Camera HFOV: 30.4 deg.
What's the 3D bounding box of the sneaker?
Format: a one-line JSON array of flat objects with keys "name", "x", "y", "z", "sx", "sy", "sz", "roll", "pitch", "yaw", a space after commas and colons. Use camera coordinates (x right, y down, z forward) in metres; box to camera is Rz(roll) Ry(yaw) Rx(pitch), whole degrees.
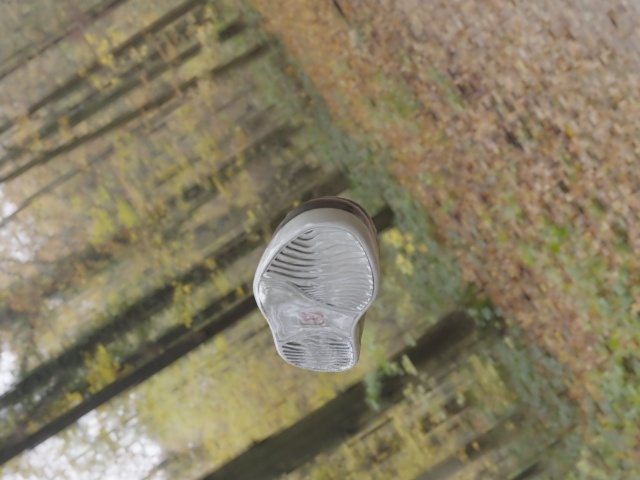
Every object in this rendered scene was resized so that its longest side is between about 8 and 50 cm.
[{"name": "sneaker", "x": 0.000, "y": 0.000, "z": 0.831, "sx": 0.222, "sy": 0.083, "sz": 0.118, "roll": 97, "pitch": 179, "yaw": -63}]
